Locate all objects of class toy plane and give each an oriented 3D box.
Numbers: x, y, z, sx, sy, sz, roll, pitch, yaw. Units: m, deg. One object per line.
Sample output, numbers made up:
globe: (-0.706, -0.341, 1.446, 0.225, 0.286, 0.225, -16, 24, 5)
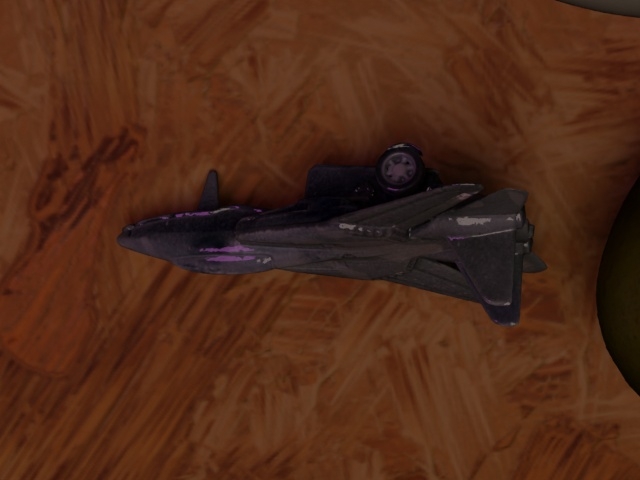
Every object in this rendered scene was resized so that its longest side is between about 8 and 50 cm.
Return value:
toy plane: (0.002, -0.011, 0.899, 0.267, 0.212, 0.088, 8, 72, 17)

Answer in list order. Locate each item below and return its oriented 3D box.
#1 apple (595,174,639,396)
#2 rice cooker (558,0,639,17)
apple: (0.262, 0.020, 0.865, 0.196, 0.157, 0.196, 1, 113, 1)
rice cooker: (0.155, -0.270, 0.645, 0.335, 0.325, 0.335, 1, 114, 1)
